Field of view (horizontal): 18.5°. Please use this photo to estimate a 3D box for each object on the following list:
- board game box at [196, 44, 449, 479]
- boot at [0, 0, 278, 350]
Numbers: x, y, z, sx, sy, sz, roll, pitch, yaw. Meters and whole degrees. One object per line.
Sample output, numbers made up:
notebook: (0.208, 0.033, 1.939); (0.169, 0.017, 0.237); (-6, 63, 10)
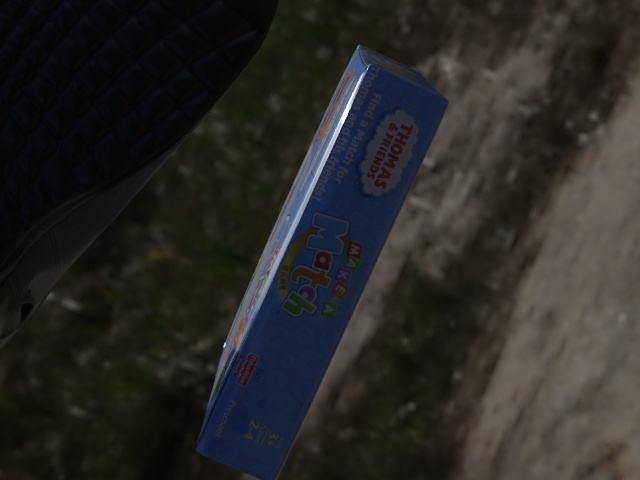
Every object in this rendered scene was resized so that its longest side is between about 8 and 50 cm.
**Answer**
board game box: (0.000, 0.000, 0.828); (0.211, 0.039, 0.160); (-82, 16, -82)
boot: (-0.119, -0.015, 0.769); (0.246, 0.083, 0.161); (-47, -4, -11)
